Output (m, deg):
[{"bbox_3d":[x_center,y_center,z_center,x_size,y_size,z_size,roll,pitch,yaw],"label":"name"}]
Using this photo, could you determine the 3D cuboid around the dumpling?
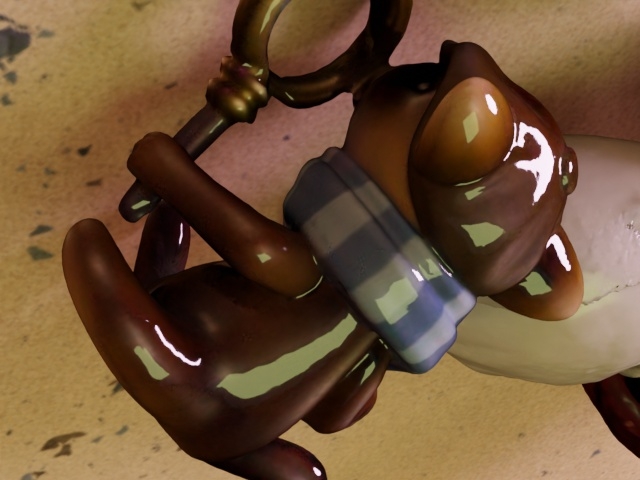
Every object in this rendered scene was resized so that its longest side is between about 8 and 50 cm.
[{"bbox_3d":[0.162,0.035,1.369,0.341,0.181,0.260,-19,145,-4],"label":"dumpling"}]

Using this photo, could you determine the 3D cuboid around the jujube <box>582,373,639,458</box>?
[{"bbox_3d":[0.288,0.097,1.543,0.168,0.168,0.236,-39,123,14],"label":"jujube"}]

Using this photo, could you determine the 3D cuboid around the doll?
[{"bbox_3d":[-0.002,-0.002,1.197,0.340,0.209,0.318,-35,122,11],"label":"doll"}]
